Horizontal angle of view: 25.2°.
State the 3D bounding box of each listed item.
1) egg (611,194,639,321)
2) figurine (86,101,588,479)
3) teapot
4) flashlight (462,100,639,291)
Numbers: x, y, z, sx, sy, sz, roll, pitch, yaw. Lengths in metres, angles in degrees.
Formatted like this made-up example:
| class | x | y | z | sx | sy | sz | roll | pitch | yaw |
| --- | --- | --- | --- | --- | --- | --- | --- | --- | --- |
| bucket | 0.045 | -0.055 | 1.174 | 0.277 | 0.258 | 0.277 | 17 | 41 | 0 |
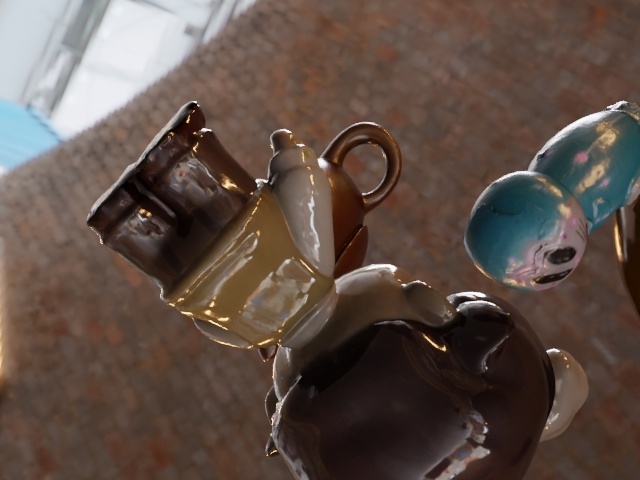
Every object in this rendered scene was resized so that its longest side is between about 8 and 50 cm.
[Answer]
| class | x | y | z | sx | sy | sz | roll | pitch | yaw |
| --- | --- | --- | --- | --- | --- | --- | --- | --- | --- |
| egg | 0.351 | -0.007 | 0.856 | 0.282 | 0.351 | 0.283 | 0 | 90 | -89 |
| figurine | 0.005 | 0.065 | 1.045 | 0.218 | 0.365 | 0.206 | -45 | 178 | 9 |
| teapot | 0.000 | 0.000 | 1.381 | 0.252 | 0.135 | 0.178 | -54 | 179 | -9 |
| flashlight | 0.105 | -0.025 | 0.611 | 0.051 | 0.051 | 0.129 | -40 | -177 | 46 |
